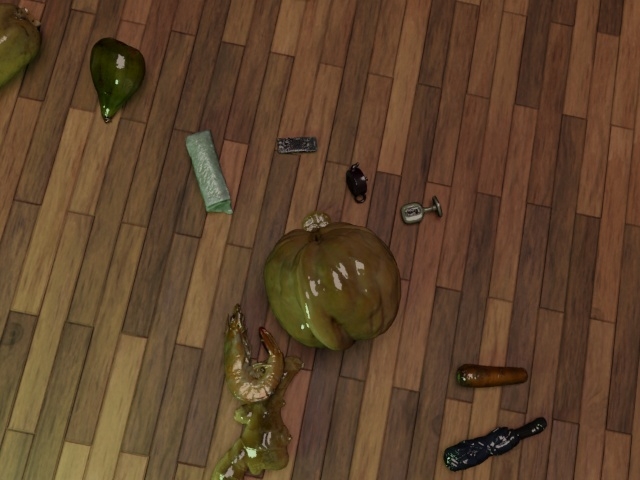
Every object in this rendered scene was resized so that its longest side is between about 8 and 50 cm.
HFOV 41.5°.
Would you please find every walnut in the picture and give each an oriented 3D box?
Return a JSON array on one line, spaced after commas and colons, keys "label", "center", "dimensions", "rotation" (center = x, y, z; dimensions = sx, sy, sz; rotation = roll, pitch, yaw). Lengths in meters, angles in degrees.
[{"label": "walnut", "center": [0.028, 0.102, 1.821], "dimensions": [0.296, 0.285, 0.285], "rotation": [-15, 76, 18]}]

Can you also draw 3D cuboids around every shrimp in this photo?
[{"label": "shrimp", "center": [-0.151, 0.245, 1.859], "dimensions": [0.133, 0.053, 0.236], "rotation": [-17, 61, 8]}]

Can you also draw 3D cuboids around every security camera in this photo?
[{"label": "security camera", "center": [0.237, -0.069, 2.000], "dimensions": [0.092, 0.058, 0.058], "rotation": [-19, 78, -1]}]

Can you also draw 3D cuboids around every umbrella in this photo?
[{"label": "umbrella", "center": [0.392, 0.454, 1.872], "dimensions": [0.248, 0.071, 0.071], "rotation": [-14, 77, -12]}]

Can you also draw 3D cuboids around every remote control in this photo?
[{"label": "remote control", "center": [-0.056, -0.229, 2.029], "dimensions": [0.096, 0.014, 0.039], "rotation": [-3, 76, -5]}]

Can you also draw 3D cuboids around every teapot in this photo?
[{"label": "teapot", "center": [0.091, -0.136, 1.994], "dimensions": [0.045, 0.068, 0.100], "rotation": [-19, 114, -11]}]

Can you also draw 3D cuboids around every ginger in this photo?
[{"label": "ginger", "center": [-0.123, 0.401, 1.835], "dimensions": [0.147, 0.081, 0.334], "rotation": [12, 71, 20]}]

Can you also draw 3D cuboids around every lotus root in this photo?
[{"label": "lotus root", "center": [-0.774, -0.435, 1.951], "dimensions": [0.160, 0.146, 0.284], "rotation": [40, 78, 24]}]

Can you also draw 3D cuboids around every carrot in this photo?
[{"label": "carrot", "center": [0.389, 0.308, 1.917], "dimensions": [0.161, 0.055, 0.055], "rotation": [2, 75, -12]}]

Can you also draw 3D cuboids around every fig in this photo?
[{"label": "fig", "center": [-0.483, -0.383, 1.998], "dimensions": [0.132, 0.185, 0.127], "rotation": [18, 36, 5]}]

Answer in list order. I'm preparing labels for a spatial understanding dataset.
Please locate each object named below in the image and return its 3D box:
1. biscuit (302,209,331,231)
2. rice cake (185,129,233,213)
[{"label": "biscuit", "center": [0.000, 0.000, 1.974], "dimensions": [0.071, 0.018, 0.147], "rotation": [-10, 76, -7]}, {"label": "rice cake", "center": [-0.261, -0.159, 1.968], "dimensions": [0.069, 0.063, 0.207], "rotation": [-14, 77, -6]}]
